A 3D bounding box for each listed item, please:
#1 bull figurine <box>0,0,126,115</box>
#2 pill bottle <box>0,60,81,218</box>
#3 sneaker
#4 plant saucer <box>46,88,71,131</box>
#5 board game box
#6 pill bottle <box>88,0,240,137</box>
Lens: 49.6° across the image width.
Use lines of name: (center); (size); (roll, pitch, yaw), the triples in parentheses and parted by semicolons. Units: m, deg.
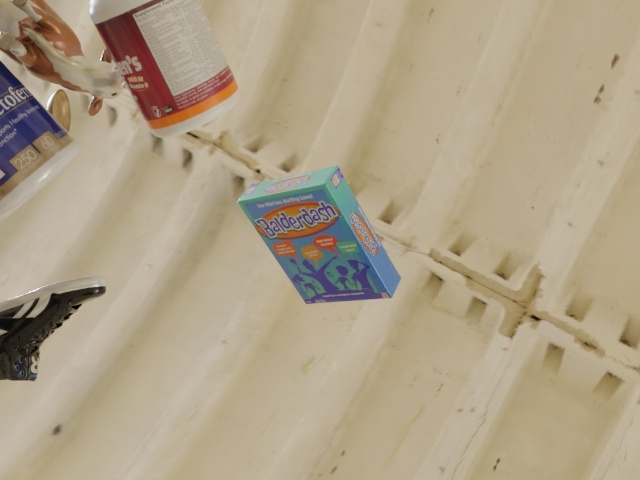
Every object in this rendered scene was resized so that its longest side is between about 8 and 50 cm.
bull figurine: (-0.414, -0.302, 0.979); (0.310, 0.188, 0.101); (37, -93, 11)
pill bottle: (-0.465, -0.170, 0.919); (0.153, 0.153, 0.264); (-36, -72, 15)
sneaker: (-0.397, 0.133, 0.988); (0.217, 0.079, 0.121); (-18, -95, -2)
plant saucer: (-0.429, -0.206, 1.133); (0.015, 0.083, 0.083); (2, -96, -1)
board game box: (0.000, 0.000, 0.999); (0.160, 0.210, 0.047); (-9, -144, 37)
pill bottle: (-0.190, -0.242, 0.805); (0.121, 0.121, 0.221); (-14, -64, 21)
